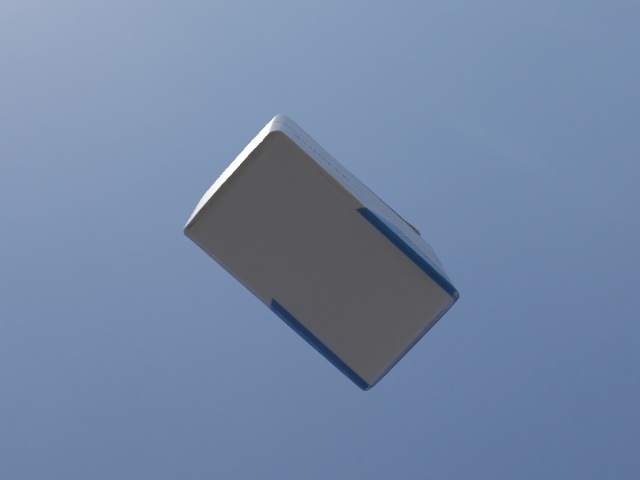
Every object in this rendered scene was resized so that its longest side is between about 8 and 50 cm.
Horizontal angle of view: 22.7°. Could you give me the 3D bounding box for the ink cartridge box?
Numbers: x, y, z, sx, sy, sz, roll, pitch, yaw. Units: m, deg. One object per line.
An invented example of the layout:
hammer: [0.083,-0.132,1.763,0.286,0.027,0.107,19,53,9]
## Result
ink cartridge box: [0.000,0.000,0.607,0.088,0.052,0.122,42,-174,-5]
